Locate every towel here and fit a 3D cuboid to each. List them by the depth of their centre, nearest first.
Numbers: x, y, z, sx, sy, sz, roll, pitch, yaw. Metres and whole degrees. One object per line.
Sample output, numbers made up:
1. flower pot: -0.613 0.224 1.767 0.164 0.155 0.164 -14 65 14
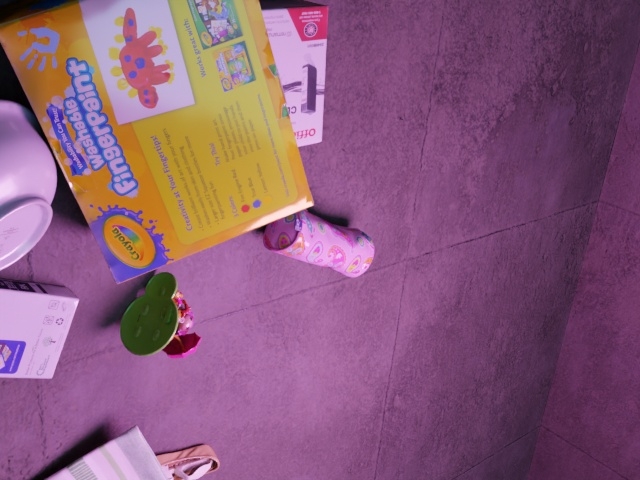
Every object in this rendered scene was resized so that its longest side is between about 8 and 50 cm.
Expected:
1. towel: -0.477 0.556 1.472 0.324 0.038 0.248 -29 123 -16

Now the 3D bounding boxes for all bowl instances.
1. bowl: -0.486 -0.046 1.018 0.298 0.134 0.298 -47 171 -9

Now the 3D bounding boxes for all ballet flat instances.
1. ballet flat: -0.332 0.521 1.609 0.232 0.073 0.080 -10 118 -39

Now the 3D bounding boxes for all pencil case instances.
1. pencil case: 0.000 0.000 1.615 0.284 0.124 0.124 21 96 -45

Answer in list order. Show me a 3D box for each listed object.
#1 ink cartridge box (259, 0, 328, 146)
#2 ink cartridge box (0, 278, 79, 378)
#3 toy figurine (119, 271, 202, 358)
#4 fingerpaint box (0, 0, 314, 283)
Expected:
1. ink cartridge box: -0.098 -0.313 1.361 0.197 0.114 0.273 -18 123 -36
2. ink cartridge box: -0.587 0.142 1.181 0.332 0.065 0.165 15 101 -47
3. toy figurine: -0.303 0.171 1.452 0.159 0.130 0.173 50 50 -59
4. fingerpaint box: -0.251 -0.206 1.156 0.371 0.163 0.445 -23 123 -11
